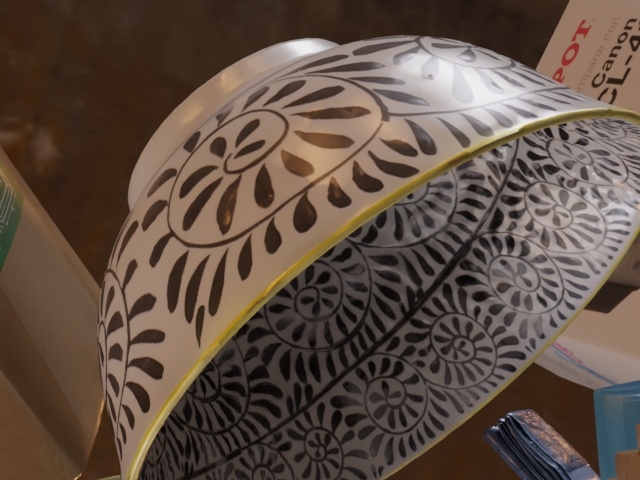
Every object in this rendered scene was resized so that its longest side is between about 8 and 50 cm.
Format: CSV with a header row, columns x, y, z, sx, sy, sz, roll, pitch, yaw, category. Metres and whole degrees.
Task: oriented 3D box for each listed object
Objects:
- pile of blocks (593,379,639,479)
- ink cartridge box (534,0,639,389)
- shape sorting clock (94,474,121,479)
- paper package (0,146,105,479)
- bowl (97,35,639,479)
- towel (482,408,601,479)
x,y,z,sx,sy,sz,roll,pitch,yaw,category
0.160,0.038,0.692,0.149,0.362,0.113,-5,-90,-6,pile of blocks
0.226,-0.013,1.120,0.131,0.306,0.226,30,-97,-30,ink cartridge box
-0.193,0.229,1.544,0.206,0.206,0.040,-1,-115,-46,shape sorting clock
-0.335,0.040,1.292,0.325,0.309,0.168,58,-159,-33,paper package
0.000,0.000,0.525,0.170,0.080,0.170,-32,-24,-16,bowl
0.168,0.162,1.346,0.029,0.119,0.067,-52,-22,18,towel
